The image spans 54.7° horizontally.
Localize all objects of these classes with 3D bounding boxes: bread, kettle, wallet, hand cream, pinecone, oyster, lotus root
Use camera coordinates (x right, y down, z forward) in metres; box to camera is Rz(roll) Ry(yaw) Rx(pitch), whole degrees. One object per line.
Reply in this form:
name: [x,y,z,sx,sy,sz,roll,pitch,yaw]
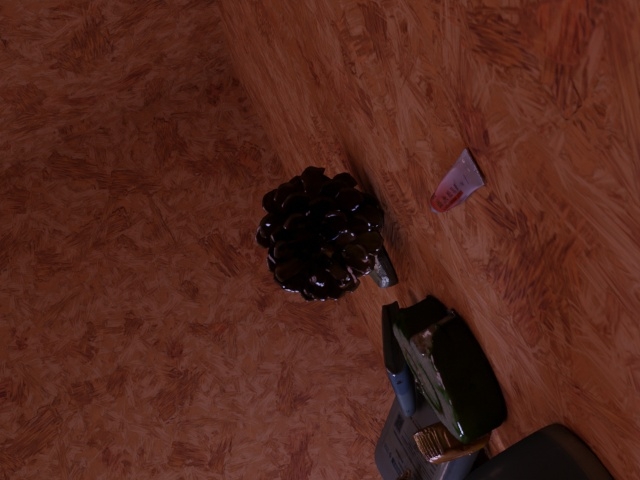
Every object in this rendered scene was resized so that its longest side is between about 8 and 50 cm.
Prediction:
bread: [0.355,0.528,1.656,0.132,0.191,0.114,62,-177,-67]
kettle: [0.332,0.531,1.053,0.319,0.342,0.247,65,174,-17]
bread: [0.293,0.302,1.499,0.366,0.129,0.381,61,173,36]
wallet: [0.237,0.352,1.845,0.360,0.083,0.252,70,-164,-54]
hand cream: [0.214,-0.081,0.990,0.052,0.038,0.216,36,167,5]
pinecone: [0.000,0.000,1.648,0.384,0.385,0.384,63,175,10]
oyster: [0.242,0.769,1.840,0.045,0.122,0.146,6,-127,-46]
lotus root: [0.168,0.063,1.916,0.143,0.070,0.144,56,170,56]

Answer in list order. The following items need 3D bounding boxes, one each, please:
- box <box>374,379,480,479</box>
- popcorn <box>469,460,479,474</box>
box: [0.320,0.652,1.941,0.396,0.111,0.396,-125,51,-65]
popcorn: [0.435,0.844,1.978,0.334,0.294,0.292,9,127,65]
